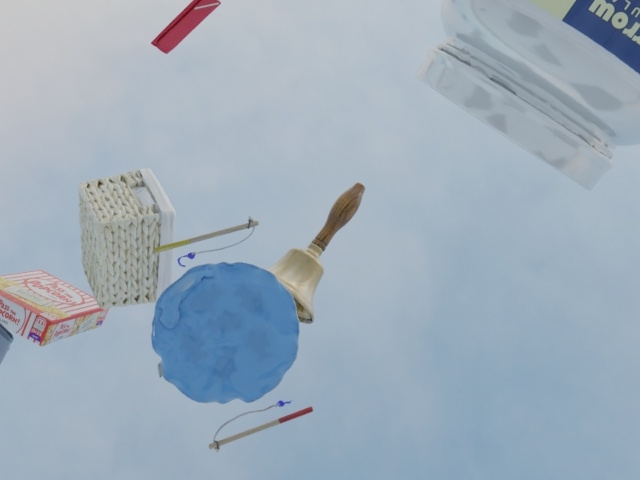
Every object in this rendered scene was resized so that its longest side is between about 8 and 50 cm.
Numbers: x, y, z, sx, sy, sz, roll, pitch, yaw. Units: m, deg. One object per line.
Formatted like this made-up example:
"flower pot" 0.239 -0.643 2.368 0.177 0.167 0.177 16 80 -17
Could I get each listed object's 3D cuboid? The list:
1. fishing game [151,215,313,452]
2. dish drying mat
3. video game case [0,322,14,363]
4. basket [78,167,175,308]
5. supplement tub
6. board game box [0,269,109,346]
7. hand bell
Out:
"fishing game" -0.119 0.117 0.853 0.189 0.041 0.264 -20 -97 -7
"dish drying mat" -0.144 -0.234 0.729 0.083 0.032 0.008 -40 -107 12
"video game case" -0.173 0.121 0.161 0.026 0.196 0.274 19 -114 -1
"basket" -0.267 0.002 0.930 0.103 0.167 0.113 -13 -136 -28
"supplement tub" 0.256 -0.232 0.601 0.235 0.235 0.325 37 -74 13
"board game box" -0.452 0.105 1.095 0.146 0.193 0.045 25 -85 6
"hand bell" 0.000 0.000 1.096 0.126 0.126 0.242 30 -111 13
